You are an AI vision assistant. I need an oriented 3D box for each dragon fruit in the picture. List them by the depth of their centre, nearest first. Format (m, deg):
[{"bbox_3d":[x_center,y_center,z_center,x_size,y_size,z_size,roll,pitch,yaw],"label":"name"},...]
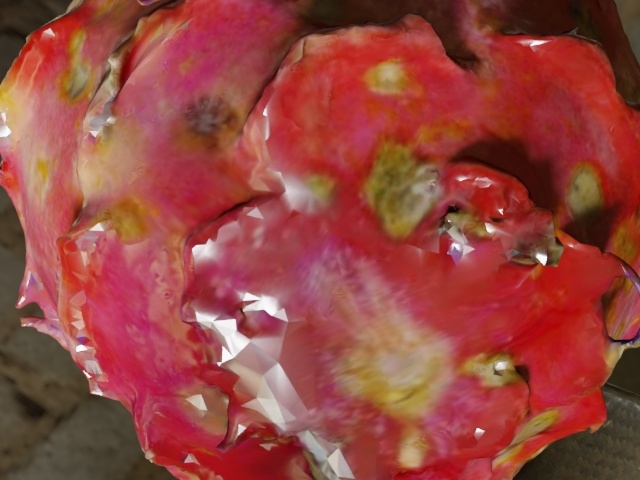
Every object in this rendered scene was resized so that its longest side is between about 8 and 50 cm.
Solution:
[{"bbox_3d":[0.000,0.000,1.020,0.371,0.386,0.249,-23,-154,18],"label":"dragon fruit"}]

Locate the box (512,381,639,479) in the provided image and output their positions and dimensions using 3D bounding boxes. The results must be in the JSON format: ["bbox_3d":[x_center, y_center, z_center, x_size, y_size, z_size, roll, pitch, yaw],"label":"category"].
[{"bbox_3d":[0.110,0.142,1.348,0.184,0.273,0.143,49,64,-83],"label":"box"}]
